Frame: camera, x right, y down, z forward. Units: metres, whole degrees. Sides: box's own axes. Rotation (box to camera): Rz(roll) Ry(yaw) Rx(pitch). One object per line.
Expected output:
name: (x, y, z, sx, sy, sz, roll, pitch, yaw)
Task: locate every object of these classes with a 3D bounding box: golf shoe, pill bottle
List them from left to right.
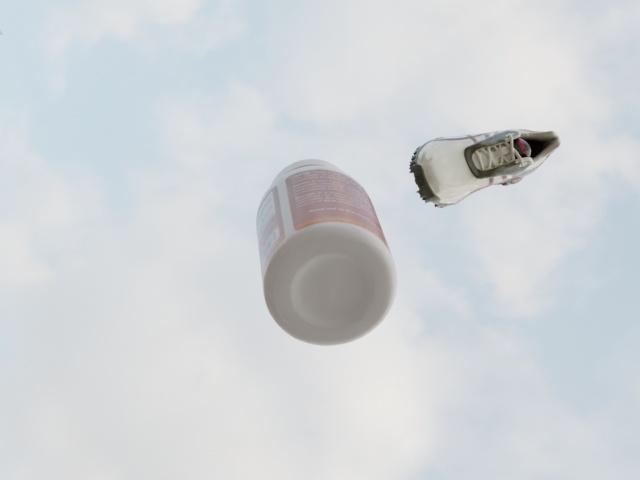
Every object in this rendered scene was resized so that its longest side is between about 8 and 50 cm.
pill bottle: (0.000, 0.000, 1.011, 0.216, 0.121, 0.121, -102, -151, -65)
golf shoe: (0.245, -0.127, 1.583, 0.120, 0.273, 0.105, -25, -95, 48)

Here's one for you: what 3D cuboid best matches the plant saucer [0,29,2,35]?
plant saucer: (-0.401, -0.179, 0.800, 0.258, 0.259, 0.047, -7, -86, -4)
